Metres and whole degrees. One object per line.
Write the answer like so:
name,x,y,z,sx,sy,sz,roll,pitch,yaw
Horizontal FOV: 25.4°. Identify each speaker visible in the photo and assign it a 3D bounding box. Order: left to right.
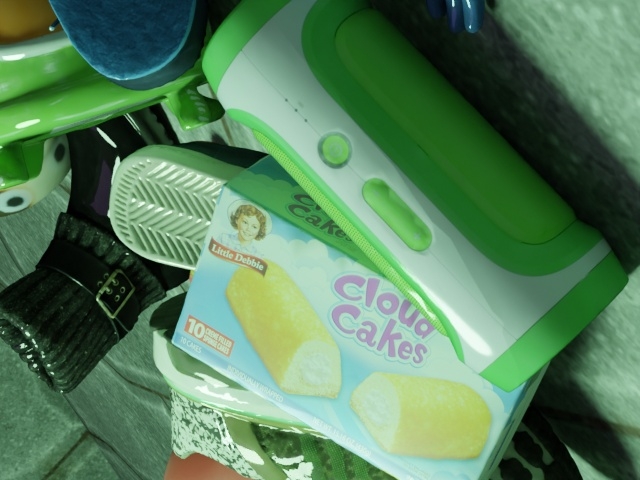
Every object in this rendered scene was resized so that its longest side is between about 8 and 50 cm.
speaker,0.059,-0.045,0.929,0.296,0.131,0.131,47,161,7

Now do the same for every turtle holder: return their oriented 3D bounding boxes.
turtle holder,-0.204,-0.184,1.215,0.320,0.243,0.227,-37,-70,-71

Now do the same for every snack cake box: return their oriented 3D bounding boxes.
snack cake box,0.034,0.066,1.065,0.264,0.089,0.152,29,122,16

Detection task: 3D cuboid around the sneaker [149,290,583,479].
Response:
sneaker,0.035,0.185,1.212,0.410,0.158,0.182,25,126,20

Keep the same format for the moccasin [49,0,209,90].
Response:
moccasin,-0.136,-0.260,0.980,0.117,0.137,0.342,49,-152,-74

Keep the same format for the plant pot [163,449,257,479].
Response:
plant pot,-0.006,0.272,1.499,0.275,0.275,0.243,53,151,-2

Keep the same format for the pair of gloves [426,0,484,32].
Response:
pair of gloves,0.038,-0.209,0.864,0.198,0.023,0.159,35,156,43

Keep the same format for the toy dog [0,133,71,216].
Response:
toy dog,-0.447,-0.205,1.608,0.408,0.284,0.395,53,162,-7

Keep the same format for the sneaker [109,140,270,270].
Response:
sneaker,0.000,0.000,1.208,0.350,0.148,0.131,27,112,15

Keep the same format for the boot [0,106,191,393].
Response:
boot,-0.268,-0.012,1.553,0.131,0.260,0.348,31,152,46

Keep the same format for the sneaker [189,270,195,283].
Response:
sneaker,-0.099,0.006,1.453,0.081,0.094,0.208,33,152,48
